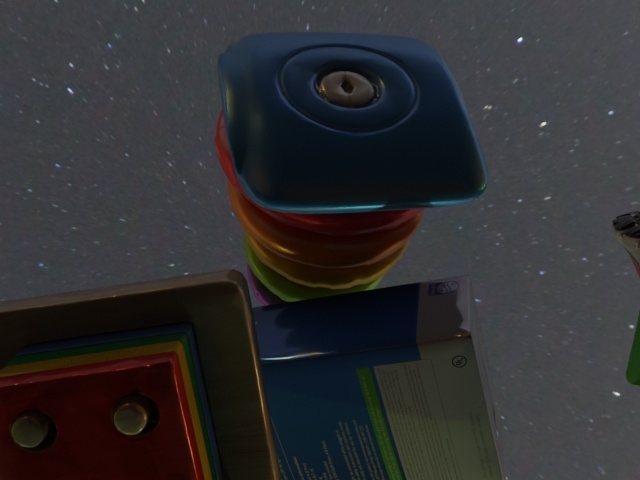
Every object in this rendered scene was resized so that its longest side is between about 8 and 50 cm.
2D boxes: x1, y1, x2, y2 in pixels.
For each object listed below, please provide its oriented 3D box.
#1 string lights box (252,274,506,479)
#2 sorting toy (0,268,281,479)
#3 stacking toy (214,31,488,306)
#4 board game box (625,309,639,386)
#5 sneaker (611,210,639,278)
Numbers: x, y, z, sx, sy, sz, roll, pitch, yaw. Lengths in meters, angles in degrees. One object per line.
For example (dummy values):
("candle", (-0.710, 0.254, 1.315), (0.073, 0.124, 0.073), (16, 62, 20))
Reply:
("string lights box", (-0.012, 0.116, 0.557), (0.259, 0.077, 0.134), (-9, -63, 15))
("sorting toy", (-0.148, 0.165, 0.412), (0.256, 0.089, 0.256), (-8, -77, 2))
("stacking toy", (0.000, 0.000, 0.617), (0.165, 0.302, 0.175), (-3, -131, -11))
("board game box", (0.380, 0.080, 0.638), (0.039, 0.259, 0.124), (27, -105, -39))
("sneaker", (0.279, 0.040, 0.576), (0.107, 0.279, 0.119), (-14, -76, 24))
